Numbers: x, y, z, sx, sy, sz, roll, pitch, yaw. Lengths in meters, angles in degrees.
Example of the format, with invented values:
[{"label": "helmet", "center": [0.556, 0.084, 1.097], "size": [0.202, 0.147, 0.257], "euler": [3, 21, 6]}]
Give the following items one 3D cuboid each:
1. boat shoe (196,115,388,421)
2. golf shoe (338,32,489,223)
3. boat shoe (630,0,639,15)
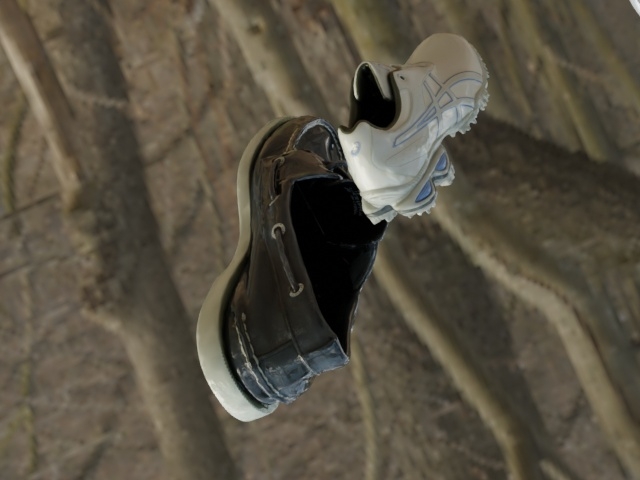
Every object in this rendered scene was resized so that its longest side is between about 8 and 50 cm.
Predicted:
[{"label": "boat shoe", "center": [-0.002, -0.003, 1.272], "size": [0.113, 0.127, 0.340], "euler": [-22, -156, 24]}, {"label": "golf shoe", "center": [0.059, -0.096, 1.080], "size": [0.069, 0.086, 0.176], "euler": [-15, -144, 30]}, {"label": "boat shoe", "center": [0.303, -0.267, 1.434], "size": [0.065, 0.183, 0.083], "euler": [-20, -161, -15]}]
